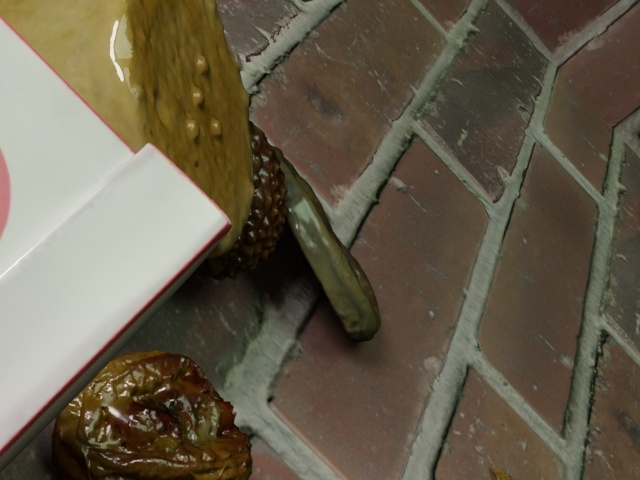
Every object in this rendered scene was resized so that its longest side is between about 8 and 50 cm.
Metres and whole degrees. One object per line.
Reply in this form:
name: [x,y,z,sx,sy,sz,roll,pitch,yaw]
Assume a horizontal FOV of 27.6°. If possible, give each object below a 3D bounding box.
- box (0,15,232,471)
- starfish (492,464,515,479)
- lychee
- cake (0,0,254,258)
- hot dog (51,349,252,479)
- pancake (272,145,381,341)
box: [-0.305,0.033,0.872,0.300,0.314,0.312,45,56,-3]
starfish: [0.300,0.429,1.640,0.347,0.078,0.357,5,50,-50]
lychee: [-0.133,-0.067,1.500,0.200,0.200,0.238,18,45,-46]
cake: [-0.259,-0.113,1.274,0.332,0.321,0.332,-10,90,-72]
hot dog: [-0.150,0.188,1.246,0.160,0.099,0.227,57,25,13]
pancake: [0.000,0.000,1.677,0.294,0.049,0.294,60,4,-8]
